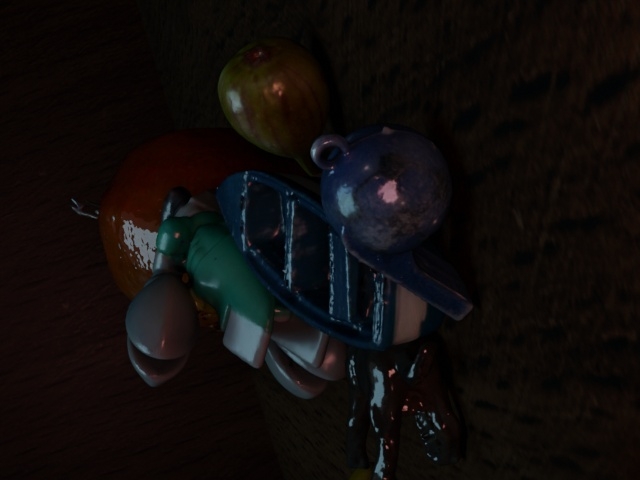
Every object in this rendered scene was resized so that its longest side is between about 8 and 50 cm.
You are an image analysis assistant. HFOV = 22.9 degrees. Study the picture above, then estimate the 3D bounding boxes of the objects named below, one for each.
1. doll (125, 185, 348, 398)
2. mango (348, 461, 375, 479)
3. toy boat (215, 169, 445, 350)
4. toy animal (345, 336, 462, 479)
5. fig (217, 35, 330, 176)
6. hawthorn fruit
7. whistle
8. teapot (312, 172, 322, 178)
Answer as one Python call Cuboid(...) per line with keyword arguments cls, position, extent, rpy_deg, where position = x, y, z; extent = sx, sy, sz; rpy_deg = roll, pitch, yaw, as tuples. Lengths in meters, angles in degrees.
Cuboid(cls="doll", position=(-0.061, 0.051, 1.370), extent=(0.258, 0.195, 0.153), rpy_deg=(-80, 1, -66))
Cuboid(cls="mango", position=(0.056, 0.324, 1.644), extent=(0.102, 0.085, 0.184), rpy_deg=(121, 136, -79))
Cuboid(cls="toy boat", position=(0.000, 0.000, 1.186), extent=(0.299, 0.062, 0.096), rpy_deg=(33, 128, 58))
Cuboid(cls="toy animal", position=(0.051, 0.113, 1.226), extent=(0.233, 0.085, 0.148), rpy_deg=(-149, 43, -83))
Cuboid(cls="fig", position=(-0.013, -0.098, 1.326), extent=(0.166, 0.093, 0.093), rpy_deg=(46, -175, -26))
Cuboid(cls="hawthorn fruit", position=(-0.139, -0.014, 1.616), extent=(0.211, 0.299, 0.211), rpy_deg=(-18, -70, -61))
Cuboid(cls="whistle", position=(0.054, -0.023, 0.990), extent=(0.158, 0.090, 0.090), rpy_deg=(32, -164, -30))
Cuboid(cls="teapot", position=(0.014, -0.015, 1.293), extent=(0.083, 0.064, 0.064), rpy_deg=(-111, 16, -53))
